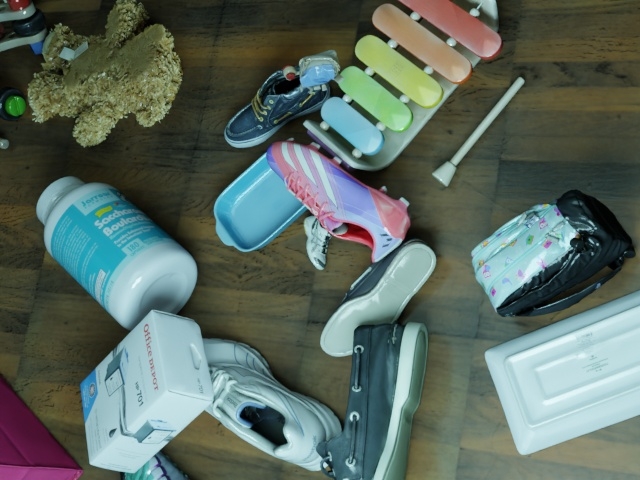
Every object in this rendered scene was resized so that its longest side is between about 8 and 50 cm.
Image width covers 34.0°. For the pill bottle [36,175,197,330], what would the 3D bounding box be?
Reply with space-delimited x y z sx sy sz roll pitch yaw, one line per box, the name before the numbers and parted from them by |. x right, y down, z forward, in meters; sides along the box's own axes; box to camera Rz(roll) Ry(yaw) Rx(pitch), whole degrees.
pill bottle | -0.319 0.009 1.588 0.264 0.146 0.146 38 93 28

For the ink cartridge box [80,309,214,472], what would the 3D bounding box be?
ink cartridge box | -0.243 0.209 1.447 0.191 0.082 0.140 -45 44 29

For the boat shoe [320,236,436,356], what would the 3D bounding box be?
boat shoe | 0.077 0.076 1.446 0.206 0.075 0.065 -47 19 12

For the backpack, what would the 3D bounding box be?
backpack | 0.283 0.019 1.319 0.182 0.152 0.115 -38 57 24

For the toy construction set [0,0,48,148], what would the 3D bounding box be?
toy construction set | -0.645 -0.349 1.772 0.237 0.309 0.258 18 75 33

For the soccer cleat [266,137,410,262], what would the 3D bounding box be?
soccer cleat | 0.011 -0.060 1.447 0.248 0.083 0.095 30 69 23

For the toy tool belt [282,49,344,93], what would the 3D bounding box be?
toy tool belt | -0.010 -0.233 1.481 0.083 0.052 0.051 -16 63 7

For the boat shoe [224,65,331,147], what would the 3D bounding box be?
boat shoe | -0.079 -0.206 1.574 0.183 0.083 0.065 -26 66 16

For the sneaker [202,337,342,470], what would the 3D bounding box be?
sneaker | -0.108 0.211 1.442 0.297 0.129 0.111 25 90 30

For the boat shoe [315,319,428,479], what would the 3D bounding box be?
boat shoe | 0.052 0.262 1.348 0.113 0.127 0.340 8 76 19

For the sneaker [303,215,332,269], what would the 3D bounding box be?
sneaker | 0.000 0.000 1.507 0.036 0.032 0.083 -18 69 19

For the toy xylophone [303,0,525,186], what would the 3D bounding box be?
toy xylophone | 0.142 -0.223 1.478 0.236 0.081 0.323 33 91 28

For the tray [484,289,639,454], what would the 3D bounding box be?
tray | 0.346 0.154 1.304 0.270 0.030 0.145 -24 65 17

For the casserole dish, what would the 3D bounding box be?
casserole dish | -0.074 -0.061 1.557 0.188 0.037 0.114 -41 62 8

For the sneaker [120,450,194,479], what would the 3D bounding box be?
sneaker | -0.211 0.357 1.489 0.223 0.098 0.083 44 116 50

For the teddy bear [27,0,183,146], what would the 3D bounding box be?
teddy bear | -0.350 -0.271 1.720 0.337 0.113 0.245 -12 63 29

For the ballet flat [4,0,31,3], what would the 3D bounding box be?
ballet flat | -0.564 -0.479 1.884 0.316 0.107 0.106 16 102 33

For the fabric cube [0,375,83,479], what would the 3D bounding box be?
fabric cube | -0.565 0.341 1.545 0.258 0.259 0.254 39 93 27
